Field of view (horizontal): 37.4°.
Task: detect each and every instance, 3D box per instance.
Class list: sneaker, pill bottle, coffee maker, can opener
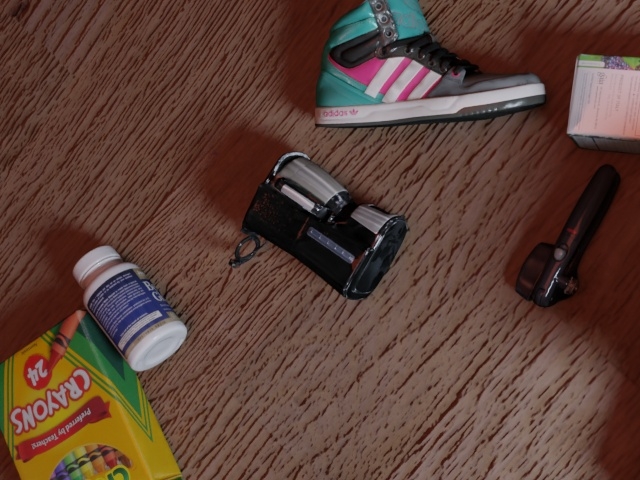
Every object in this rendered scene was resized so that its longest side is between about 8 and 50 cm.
[{"bbox_3d":[0.127,-0.234,1.165,0.295,0.124,0.178,-1,95,24],"label":"sneaker"},{"bbox_3d":[-0.270,0.090,1.314,0.094,0.094,0.169,-46,71,13],"label":"pill bottle"},{"bbox_3d":[0.000,0.000,1.210,0.178,0.120,0.171,36,123,22],"label":"coffee maker"},{"bbox_3d":[0.295,-0.005,1.103,0.073,0.059,0.186,32,99,22],"label":"can opener"}]

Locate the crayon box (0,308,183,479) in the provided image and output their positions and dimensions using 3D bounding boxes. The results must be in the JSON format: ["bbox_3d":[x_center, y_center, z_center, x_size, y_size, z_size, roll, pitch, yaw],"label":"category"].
[{"bbox_3d":[-0.330,0.282,1.332,0.202,0.081,0.318,-34,74,16],"label":"crayon box"}]

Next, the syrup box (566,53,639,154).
[{"bbox_3d":[0.404,-0.144,1.050,0.237,0.093,0.096,8,88,23],"label":"syrup box"}]
